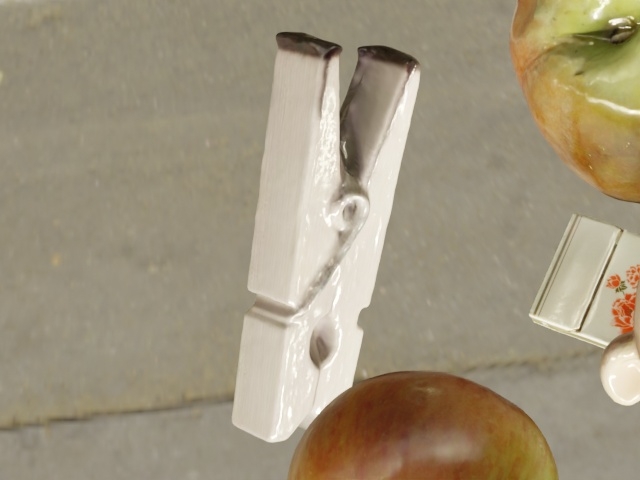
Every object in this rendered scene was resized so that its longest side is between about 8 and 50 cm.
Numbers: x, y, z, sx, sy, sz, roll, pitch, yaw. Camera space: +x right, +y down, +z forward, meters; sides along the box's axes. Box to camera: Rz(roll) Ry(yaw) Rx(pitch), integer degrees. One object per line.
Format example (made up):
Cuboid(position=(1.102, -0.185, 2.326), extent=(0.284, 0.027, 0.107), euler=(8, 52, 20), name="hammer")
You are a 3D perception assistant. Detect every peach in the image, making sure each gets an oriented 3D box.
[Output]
Cuboid(position=(0.258, -0.129, 1.319), extent=(0.235, 0.214, 0.214), euler=(17, 113, -48), name="peach")

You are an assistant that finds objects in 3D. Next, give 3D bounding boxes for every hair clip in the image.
Cuboid(position=(-0.003, -0.001, 1.484), extent=(0.101, 0.085, 0.330), euler=(0, 105, -44), name="hair clip")

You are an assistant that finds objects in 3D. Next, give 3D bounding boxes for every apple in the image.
Cuboid(position=(0.047, 0.121, 0.835), extent=(0.126, 0.102, 0.126), euler=(6, 133, 7), name="apple")

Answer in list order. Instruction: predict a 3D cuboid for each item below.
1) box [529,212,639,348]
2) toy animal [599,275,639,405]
Cuboid(position=(0.300, 0.057, 1.637), extent=(0.198, 0.029, 0.109), euler=(21, 77, 20), name="box")
Cuboid(position=(0.341, 0.040, 1.155), extent=(0.247, 0.277, 0.345), euler=(14, 131, -28), name="toy animal")
